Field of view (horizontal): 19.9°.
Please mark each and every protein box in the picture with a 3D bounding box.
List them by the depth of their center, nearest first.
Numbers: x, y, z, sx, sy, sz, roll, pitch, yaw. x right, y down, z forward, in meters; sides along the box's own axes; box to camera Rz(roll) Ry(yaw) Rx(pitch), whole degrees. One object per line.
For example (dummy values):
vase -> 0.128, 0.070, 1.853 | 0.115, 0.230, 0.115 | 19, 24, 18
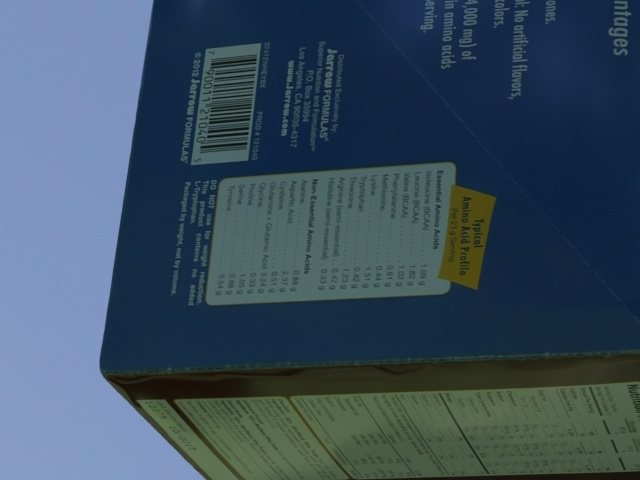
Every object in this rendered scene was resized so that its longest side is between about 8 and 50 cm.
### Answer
protein box -> 0.043, -0.016, 0.711 | 0.201, 0.200, 0.136 | -3, -27, 17
